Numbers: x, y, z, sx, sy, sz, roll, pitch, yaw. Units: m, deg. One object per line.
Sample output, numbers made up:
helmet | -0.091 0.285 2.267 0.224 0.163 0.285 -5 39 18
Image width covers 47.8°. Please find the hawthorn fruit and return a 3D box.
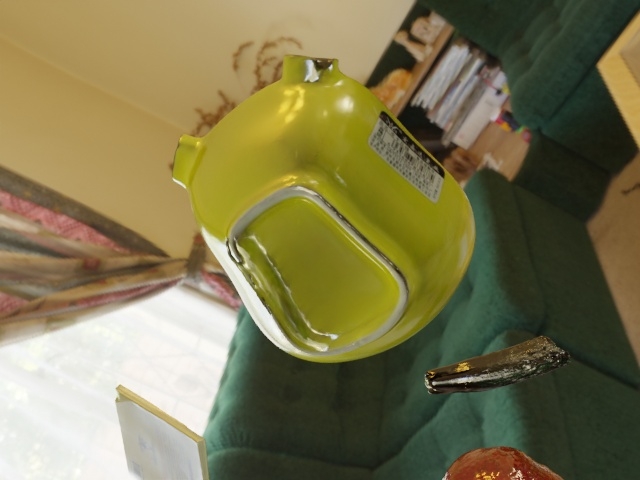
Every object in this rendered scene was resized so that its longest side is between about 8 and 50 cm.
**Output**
hawthorn fruit | 0.353 0.587 1.438 0.285 0.284 0.369 -55 -8 37

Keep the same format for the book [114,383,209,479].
book | -0.219 0.305 1.005 0.013 0.192 0.168 -26 -56 -42

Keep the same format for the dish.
dish | 0.000 0.000 0.581 0.221 0.262 0.108 -31 18 19

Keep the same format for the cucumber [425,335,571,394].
cucumber | 0.164 0.121 0.670 0.034 0.134 0.033 -115 8 -51
